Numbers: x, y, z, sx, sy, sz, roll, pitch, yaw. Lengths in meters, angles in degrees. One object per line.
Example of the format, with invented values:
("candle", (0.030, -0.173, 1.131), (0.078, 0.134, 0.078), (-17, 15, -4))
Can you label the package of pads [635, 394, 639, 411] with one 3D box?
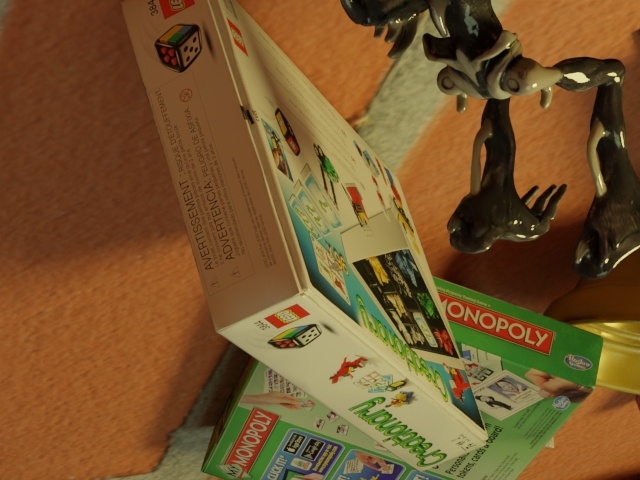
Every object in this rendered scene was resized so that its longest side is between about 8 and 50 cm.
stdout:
("package of pads", (0.316, 0.141, 1.681), (0.032, 0.050, 0.083), (-6, 152, -21))

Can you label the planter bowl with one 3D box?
("planter bowl", (0.260, 0.049, 1.380), (0.217, 0.090, 0.217), (8, 163, 3))

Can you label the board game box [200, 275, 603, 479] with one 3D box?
("board game box", (0.048, 0.123, 1.371), (0.213, 0.046, 0.317), (20, 147, -5))

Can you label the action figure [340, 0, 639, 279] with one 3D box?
("action figure", (0.088, -0.123, 0.909), (0.164, 0.141, 0.276), (-2, 124, 31))

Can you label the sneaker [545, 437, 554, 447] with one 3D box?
("sneaker", (0.114, 0.110, 1.470), (0.094, 0.090, 0.235), (-19, 148, 21))

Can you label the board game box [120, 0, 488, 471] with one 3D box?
("board game box", (0.000, 0.000, 1.035), (0.053, 0.193, 0.305), (-24, 153, 13))
